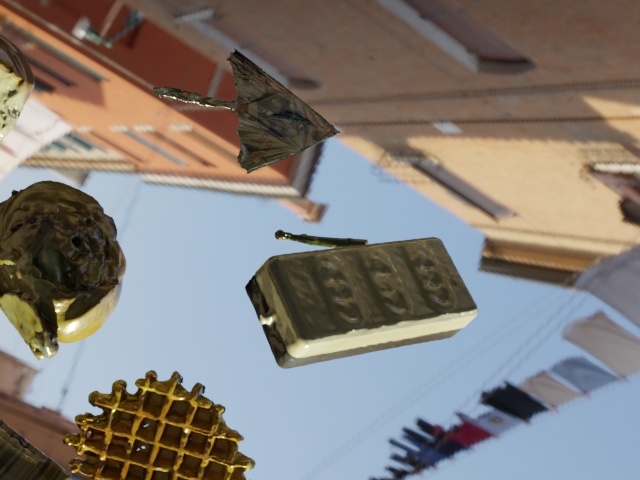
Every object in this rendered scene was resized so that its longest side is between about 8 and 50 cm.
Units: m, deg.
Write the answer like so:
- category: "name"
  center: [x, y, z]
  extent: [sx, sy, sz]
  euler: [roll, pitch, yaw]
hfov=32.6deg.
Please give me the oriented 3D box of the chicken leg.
- category: "chicken leg"
  center: [-0.388, 0.015, 1.366]
  extent: [0.429, 0.152, 0.202]
  euler: [14, -84, 44]

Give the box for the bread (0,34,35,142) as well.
- category: "bread"
  center: [-0.599, -0.250, 1.678]
  extent: [0.250, 0.279, 0.225]
  euler: [34, -74, 52]

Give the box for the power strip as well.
- category: "power strip"
  center: [0.044, 0.061, 1.133]
  extent: [0.070, 0.256, 0.105]
  euler: [-51, -123, 43]

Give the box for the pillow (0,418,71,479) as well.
- category: "pillow"
  center: [-0.423, 0.273, 1.382]
  extent: [0.038, 0.203, 0.113]
  euler: [-47, -175, 38]

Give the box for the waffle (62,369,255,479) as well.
- category: "waffle"
  center: [-0.210, 0.282, 1.422]
  extent: [0.228, 0.232, 0.051]
  euler: [-26, -172, 9]

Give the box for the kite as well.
- category: "kite"
  center: [-0.114, -0.208, 1.731]
  extent: [0.335, 0.314, 0.011]
  euler: [-102, -150, -47]

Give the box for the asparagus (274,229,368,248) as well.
- category: "asparagus"
  center: [0.000, 0.000, 1.414]
  extent: [0.127, 0.018, 0.015]
  euler: [6, -146, 18]
